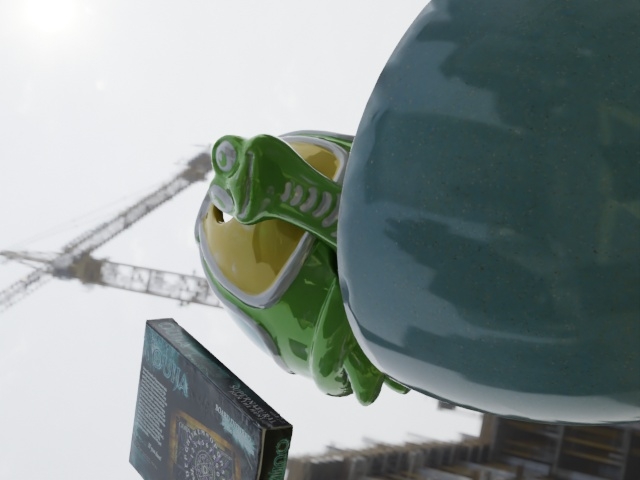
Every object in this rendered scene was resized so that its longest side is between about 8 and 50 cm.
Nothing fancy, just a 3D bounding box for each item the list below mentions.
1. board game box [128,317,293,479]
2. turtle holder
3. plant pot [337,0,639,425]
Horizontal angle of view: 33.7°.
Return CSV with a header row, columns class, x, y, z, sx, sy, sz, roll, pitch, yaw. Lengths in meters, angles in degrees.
class,x,y,z,sx,sy,sz,roll,pitch,yaw
board game box,-0.085,0.148,0.760,0.026,0.186,0.126,-2,-70,-34
turtle holder,-0.004,0.016,0.961,0.320,0.227,0.243,-23,-43,-64
plant pot,0.180,-0.011,0.610,0.290,0.195,0.290,-20,-60,-39
